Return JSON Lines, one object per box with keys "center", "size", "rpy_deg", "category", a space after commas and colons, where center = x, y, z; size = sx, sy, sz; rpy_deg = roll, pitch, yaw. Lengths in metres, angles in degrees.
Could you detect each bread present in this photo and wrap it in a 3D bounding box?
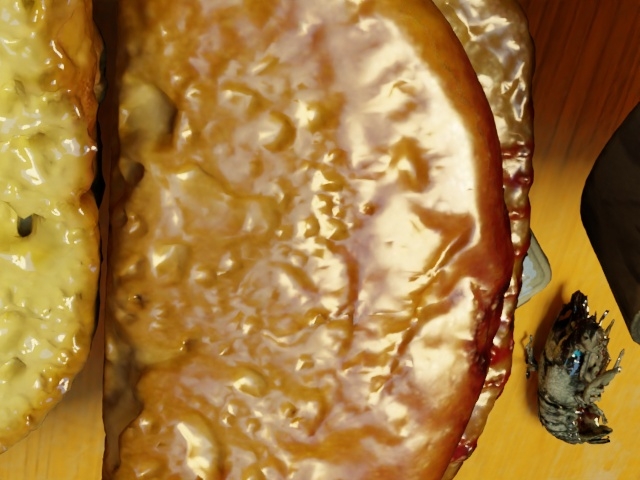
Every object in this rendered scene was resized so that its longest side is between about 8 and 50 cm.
{"center": [-0.200, -0.070, 0.532], "size": [0.194, 0.179, 0.340], "rpy_deg": [-8, 128, -16], "category": "bread"}

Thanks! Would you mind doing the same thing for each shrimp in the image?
{"center": [0.199, 0.115, 0.897], "size": [0.076, 0.082, 0.174], "rpy_deg": [-25, 136, -12], "category": "shrimp"}

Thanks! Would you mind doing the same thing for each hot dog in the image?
{"center": [0.000, 0.001, 0.604], "size": [0.223, 0.185, 0.405], "rpy_deg": [3, 109, -10], "category": "hot dog"}

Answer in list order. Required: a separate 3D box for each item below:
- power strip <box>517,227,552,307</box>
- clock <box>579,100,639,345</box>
{"center": [0.019, -0.009, 0.738], "size": [0.198, 0.064, 0.213], "rpy_deg": [-31, 112, 1], "category": "power strip"}
{"center": [0.308, -0.069, 0.556], "size": [0.386, 0.076, 0.386], "rpy_deg": [-21, 158, -9], "category": "clock"}
